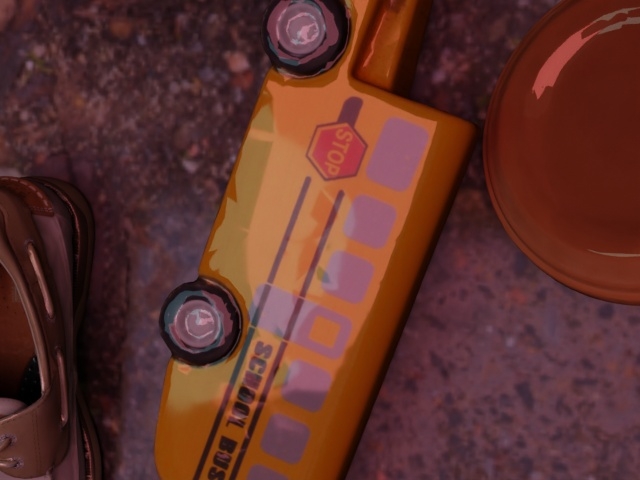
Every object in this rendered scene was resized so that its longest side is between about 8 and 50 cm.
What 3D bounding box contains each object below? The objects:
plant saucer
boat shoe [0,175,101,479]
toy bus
[{"bbox_3d":[0.179,-0.064,0.551,0.200,0.037,0.199,-7,77,33],"label":"plant saucer"},{"bbox_3d":[-0.216,0.108,0.664,0.113,0.103,0.302,1,94,14],"label":"boat shoe"},{"bbox_3d":[0.000,0.000,0.602,0.130,0.108,0.332,22,99,11],"label":"toy bus"}]
